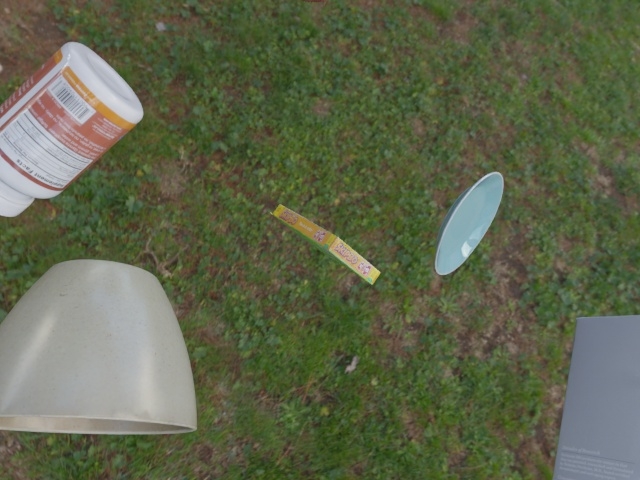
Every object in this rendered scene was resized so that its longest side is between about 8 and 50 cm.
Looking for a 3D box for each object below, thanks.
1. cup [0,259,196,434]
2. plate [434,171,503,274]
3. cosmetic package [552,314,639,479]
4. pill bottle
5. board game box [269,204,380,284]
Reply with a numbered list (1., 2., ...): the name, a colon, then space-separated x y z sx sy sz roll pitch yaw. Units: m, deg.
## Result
1. cup: -0.351 0.167 0.874 0.331 0.331 0.237 8 67 -19
2. plate: 0.234 -0.029 0.917 0.024 0.188 0.188 35 51 29
3. cosmetic package: 0.336 0.210 0.610 0.127 0.107 0.238 33 62 -26
4. pill bottle: -0.339 -0.131 0.705 0.216 0.121 0.121 -39 79 8
5. board game box: 0.000 0.000 1.089 0.124 0.259 0.039 39 83 -34
